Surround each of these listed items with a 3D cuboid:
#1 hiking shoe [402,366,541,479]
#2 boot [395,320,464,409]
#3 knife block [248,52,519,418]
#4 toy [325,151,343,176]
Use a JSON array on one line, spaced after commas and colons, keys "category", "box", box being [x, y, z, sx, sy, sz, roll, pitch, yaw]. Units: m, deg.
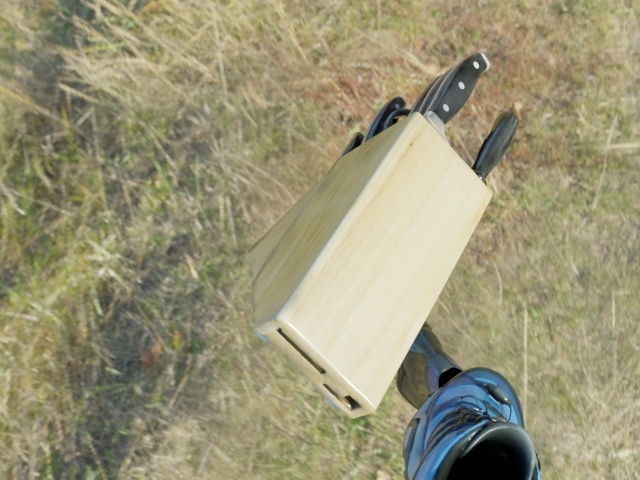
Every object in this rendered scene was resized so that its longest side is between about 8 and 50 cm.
[{"category": "hiking shoe", "box": [0.125, 0.177, 0.714, 0.113, 0.304, 0.132, 37, 120, 0]}, {"category": "boot", "box": [0.160, 0.205, 1.320, 0.082, 0.219, 0.106, -33, 43, -8]}, {"category": "knife block", "box": [0.062, -0.028, 0.677, 0.242, 0.275, 0.088, -44, 104, 6]}, {"category": "toy", "box": [0.000, 0.000, 1.000, 0.056, 0.237, 0.136, 27, 80, 25]}]
